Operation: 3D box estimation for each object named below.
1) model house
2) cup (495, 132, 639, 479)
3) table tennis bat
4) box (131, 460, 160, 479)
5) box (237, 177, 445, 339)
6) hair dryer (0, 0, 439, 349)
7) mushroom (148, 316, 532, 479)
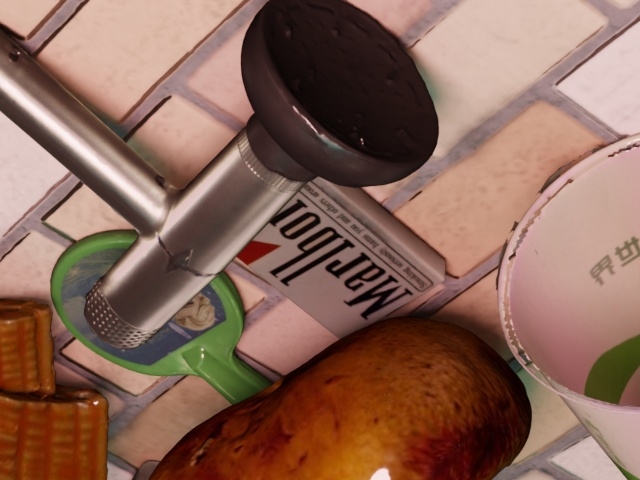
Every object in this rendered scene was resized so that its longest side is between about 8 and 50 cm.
[{"bbox_3d":[-0.290,0.142,1.584,0.229,0.219,0.199,5,95,-4],"label":"model house"},{"bbox_3d":[0.288,0.086,1.401,0.253,0.253,0.274,-11,140,18],"label":"cup"},{"bbox_3d":[-0.115,0.082,1.584,0.160,0.039,0.257,-28,123,34],"label":"table tennis bat"},{"bbox_3d":[-0.105,0.314,1.738,0.243,0.163,0.135,20,125,-11],"label":"box"},{"bbox_3d":[0.000,0.000,1.482,0.115,0.036,0.177,-30,125,31],"label":"box"},{"bbox_3d":[-0.127,-0.079,1.331,0.320,0.156,0.284,-34,119,32],"label":"hair dryer"},{"bbox_3d":[0.027,0.223,1.498,0.345,0.345,0.259,-33,85,34],"label":"mushroom"}]
